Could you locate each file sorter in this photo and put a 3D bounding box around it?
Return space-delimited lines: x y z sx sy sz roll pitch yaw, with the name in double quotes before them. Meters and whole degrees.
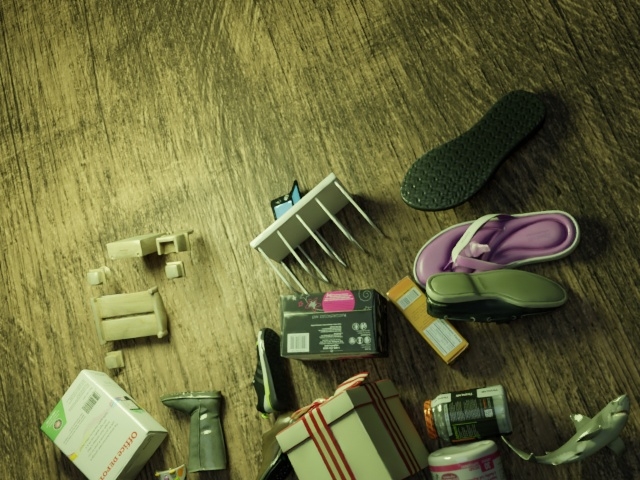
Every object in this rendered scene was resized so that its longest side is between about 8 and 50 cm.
"file sorter" 0.000 0.000 1.881 0.278 0.193 0.173 -40 69 4

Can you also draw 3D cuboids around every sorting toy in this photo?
"sorting toy" -0.394 0.641 1.916 0.083 0.045 0.075 -16 90 14

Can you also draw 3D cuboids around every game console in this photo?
"game console" -0.089 -0.088 1.992 0.107 0.071 0.122 -21 63 11

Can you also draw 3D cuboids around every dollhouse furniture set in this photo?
"dollhouse furniture set" -0.471 0.162 2.065 0.304 0.174 0.355 -8 97 16

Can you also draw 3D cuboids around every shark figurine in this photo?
"shark figurine" 0.562 0.436 1.624 0.278 0.166 0.116 -28 34 6

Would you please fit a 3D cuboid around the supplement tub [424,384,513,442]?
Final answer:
"supplement tub" 0.345 0.406 1.692 0.191 0.117 0.116 -11 72 14

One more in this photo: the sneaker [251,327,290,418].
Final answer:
"sneaker" -0.149 0.343 1.889 0.097 0.084 0.234 -27 57 30

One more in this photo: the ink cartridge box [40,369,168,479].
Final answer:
"ink cartridge box" -0.585 0.515 1.965 0.278 0.117 0.201 35 88 24

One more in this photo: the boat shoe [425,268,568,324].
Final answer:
"boat shoe" 0.413 0.150 1.735 0.340 0.113 0.127 -1 38 -10

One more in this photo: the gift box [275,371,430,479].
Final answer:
"gift box" 0.077 0.472 1.697 0.255 0.276 0.258 -36 70 20

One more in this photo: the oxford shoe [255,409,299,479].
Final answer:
"oxford shoe" -0.114 0.537 1.836 0.096 0.083 0.227 22 81 39

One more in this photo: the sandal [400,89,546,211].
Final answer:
"sandal" 0.401 -0.208 1.867 0.446 0.107 0.167 -37 65 -8

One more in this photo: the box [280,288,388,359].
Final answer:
"box" 0.038 0.219 1.833 0.248 0.142 0.163 -6 75 18

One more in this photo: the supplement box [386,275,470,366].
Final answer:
"supplement box" 0.268 0.200 1.797 0.080 0.078 0.233 -39 68 1

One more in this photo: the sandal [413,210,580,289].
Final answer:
"sandal" 0.422 0.007 1.787 0.417 0.102 0.169 -19 70 13

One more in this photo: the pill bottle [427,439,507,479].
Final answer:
"pill bottle" 0.348 0.599 1.602 0.161 0.160 0.282 -16 81 13

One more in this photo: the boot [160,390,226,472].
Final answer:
"boot" -0.337 0.506 1.920 0.190 0.076 0.208 -6 80 19
